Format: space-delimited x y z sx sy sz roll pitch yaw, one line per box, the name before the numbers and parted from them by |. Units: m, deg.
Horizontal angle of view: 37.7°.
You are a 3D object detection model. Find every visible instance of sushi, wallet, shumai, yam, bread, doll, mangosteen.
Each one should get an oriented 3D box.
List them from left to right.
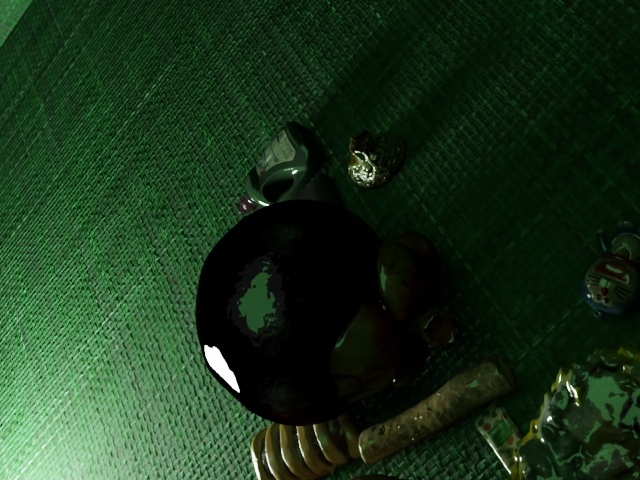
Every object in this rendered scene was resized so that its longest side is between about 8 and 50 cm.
bread | -0.027 0.356 1.648 0.225 0.081 0.134 -37 51 26
wallet | 0.000 0.000 1.799 0.149 0.044 0.250 -43 49 28
mangosteen | 0.008 0.104 1.527 0.434 0.382 0.382 -16 62 23
shumai | 0.088 -0.159 1.747 0.124 0.087 0.099 -45 49 23
yam | 0.180 0.276 1.497 0.299 0.066 0.066 -37 51 27
doll | 0.427 0.045 1.343 0.114 0.085 0.152 25 81 28
sushi | 0.426 0.317 1.122 0.351 0.240 0.397 -47 50 18

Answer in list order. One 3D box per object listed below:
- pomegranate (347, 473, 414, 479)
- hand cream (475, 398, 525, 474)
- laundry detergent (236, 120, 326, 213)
pomegranate | 0.097 0.481 1.363 0.228 0.252 0.271 0 71 23
hand cream | 0.288 0.312 1.406 0.057 0.037 0.165 -51 40 16
laundry detergent | -0.091 -0.127 1.911 0.222 0.078 0.144 -48 47 18
